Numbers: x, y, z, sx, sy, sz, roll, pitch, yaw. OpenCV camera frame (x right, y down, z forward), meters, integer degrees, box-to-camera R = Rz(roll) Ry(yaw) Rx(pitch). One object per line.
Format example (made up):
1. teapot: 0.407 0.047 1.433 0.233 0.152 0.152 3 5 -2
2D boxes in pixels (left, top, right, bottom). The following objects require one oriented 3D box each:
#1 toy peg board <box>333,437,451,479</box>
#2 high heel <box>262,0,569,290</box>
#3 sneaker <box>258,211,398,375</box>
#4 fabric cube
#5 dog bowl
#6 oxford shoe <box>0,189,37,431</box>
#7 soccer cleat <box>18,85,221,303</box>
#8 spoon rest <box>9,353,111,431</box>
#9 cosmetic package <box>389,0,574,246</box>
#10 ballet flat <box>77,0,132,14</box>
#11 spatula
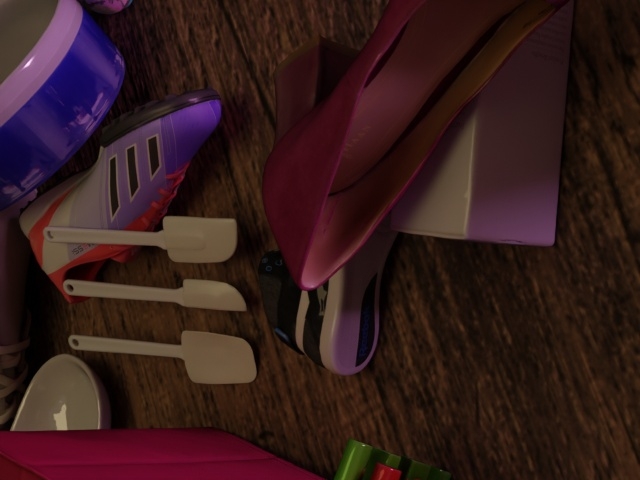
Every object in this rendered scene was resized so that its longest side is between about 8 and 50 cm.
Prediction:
1. toy peg board: 0.086 0.217 1.050 0.161 0.161 0.079 15 83 45
2. high heel: 0.087 -0.101 0.926 0.377 0.127 0.181 -35 53 52
3. sneaker: 0.000 0.000 1.197 0.121 0.079 0.216 19 102 42
4. fabric cube: -0.157 0.309 1.180 0.259 0.258 0.254 12 94 54
5. dog bowl: -0.338 -0.147 1.435 0.265 0.104 0.265 -29 33 21
6. oxford shoe: -0.384 0.143 1.530 0.130 0.169 0.449 23 101 19
7. soccer cleat: -0.191 -0.046 1.386 0.318 0.109 0.116 -34 77 40
8. spoon rest: -0.305 0.249 1.479 0.137 0.084 0.276 43 117 38
9. cosmetic package: 0.127 -0.114 1.057 0.085 0.117 0.231 7 90 45
10. ballet flat: -0.287 -0.325 1.510 0.077 0.079 0.221 -55 53 26
11. spatula: -0.172 0.057 1.348 0.242 0.019 0.168 1 110 31
